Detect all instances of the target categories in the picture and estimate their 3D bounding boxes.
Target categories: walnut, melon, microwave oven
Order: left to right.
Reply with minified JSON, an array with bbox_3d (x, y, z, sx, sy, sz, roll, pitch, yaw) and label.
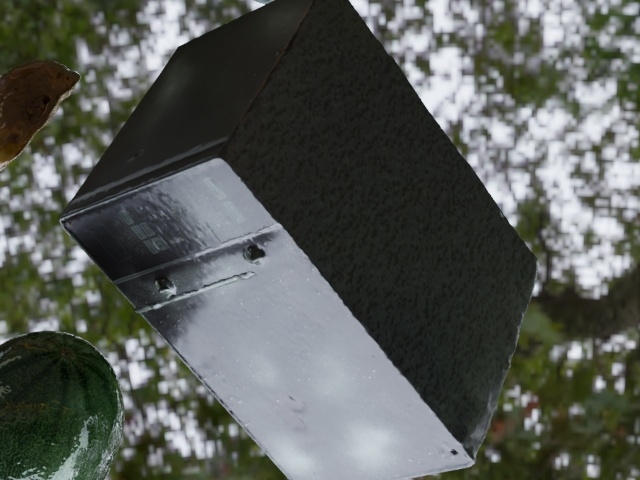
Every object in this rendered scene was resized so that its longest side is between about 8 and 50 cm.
[{"bbox_3d":[-0.433,-0.187,2.086,0.167,0.087,0.211,-23,-152,49],"label":"walnut"},{"bbox_3d":[-0.304,0.209,1.524,0.182,0.288,0.182,17,-134,-19],"label":"melon"},{"bbox_3d":[0.000,0.000,1.577,0.236,0.432,0.374,-19,-148,37],"label":"microwave oven"}]

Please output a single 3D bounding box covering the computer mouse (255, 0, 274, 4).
[{"bbox_3d":[-0.110,-0.417,2.216,0.113,0.229,0.068,9,-130,51],"label":"computer mouse"}]
